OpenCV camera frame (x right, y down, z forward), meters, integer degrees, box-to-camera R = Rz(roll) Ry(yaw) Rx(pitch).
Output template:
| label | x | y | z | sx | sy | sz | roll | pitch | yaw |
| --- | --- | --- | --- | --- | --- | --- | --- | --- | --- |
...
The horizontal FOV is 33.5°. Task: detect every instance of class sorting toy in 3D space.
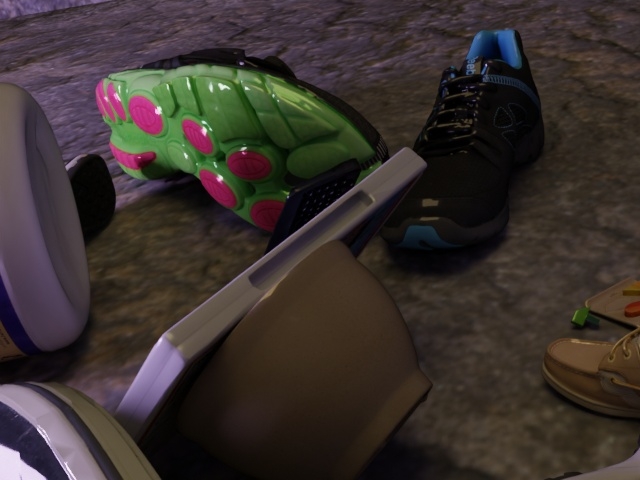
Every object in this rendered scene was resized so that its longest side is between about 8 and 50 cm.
| label | x | y | z | sx | sy | sz | roll | pitch | yaw |
| --- | --- | --- | --- | --- | --- | --- | --- | --- | --- |
| sorting toy | 0.236 | 0.052 | 0.824 | 0.083 | 0.012 | 0.062 | -23 | 27 | -25 |

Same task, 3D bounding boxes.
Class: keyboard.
| label | x | y | z | sx | sy | sz | roll | pitch | yaw |
| --- | --- | --- | --- | --- | --- | --- | --- | --- | --- |
| keyboard | 0.000 | 0.000 | 0.893 | 0.100 | 0.192 | 0.038 | -30 | 73 | -27 |

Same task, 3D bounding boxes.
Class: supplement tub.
| label | x | y | z | sx | sy | sz | roll | pitch | yaw |
| --- | --- | --- | --- | --- | --- | --- | --- | --- | --- |
| supplement tub | -0.388 | 0.011 | 0.915 | 0.331 | 0.241 | 0.241 | -13 | 24 | -3 |

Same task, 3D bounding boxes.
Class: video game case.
| label | x | y | z | sx | sy | sz | roll | pitch | yaw |
| --- | --- | --- | --- | --- | --- | --- | --- | --- | --- |
| video game case | -0.046 | 0.057 | 0.756 | 0.025 | 0.204 | 0.285 | 43 | 44 | 8 |

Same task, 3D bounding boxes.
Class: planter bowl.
| label | x | y | z | sx | sy | sz | roll | pitch | yaw |
| --- | --- | --- | --- | --- | --- | --- | --- | --- | --- |
| planter bowl | 0.002 | 0.095 | 0.680 | 0.109 | 0.162 | 0.162 | 39 | 43 | 11 |

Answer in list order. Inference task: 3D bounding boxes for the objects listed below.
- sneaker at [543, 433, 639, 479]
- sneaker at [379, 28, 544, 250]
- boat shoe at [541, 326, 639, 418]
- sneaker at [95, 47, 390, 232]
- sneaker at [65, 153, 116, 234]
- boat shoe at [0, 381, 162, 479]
| label | x | y | z | sx | sy | sz | roll | pitch | yaw |
| --- | --- | --- | --- | --- | --- | --- | --- | --- | --- |
| sneaker | 0.167 | 0.162 | 0.517 | 0.272 | 0.100 | 0.108 | -26 | 33 | -30 |
| sneaker | 0.136 | -0.103 | 1.054 | 0.125 | 0.139 | 0.341 | 1 | 28 | 22 |
| boat shoe | 0.223 | 0.084 | 0.703 | 0.170 | 0.059 | 0.063 | 12 | 33 | 42 |
| sneaker | -0.080 | -0.144 | 1.188 | 0.202 | 0.185 | 0.483 | -30 | 31 | -27 |
| sneaker | -0.306 | -0.028 | 1.150 | 0.097 | 0.084 | 0.234 | -4 | 25 | 20 |
| boat shoe | -0.205 | 0.164 | 0.584 | 0.156 | 0.186 | 0.500 | -35 | 28 | -32 |
